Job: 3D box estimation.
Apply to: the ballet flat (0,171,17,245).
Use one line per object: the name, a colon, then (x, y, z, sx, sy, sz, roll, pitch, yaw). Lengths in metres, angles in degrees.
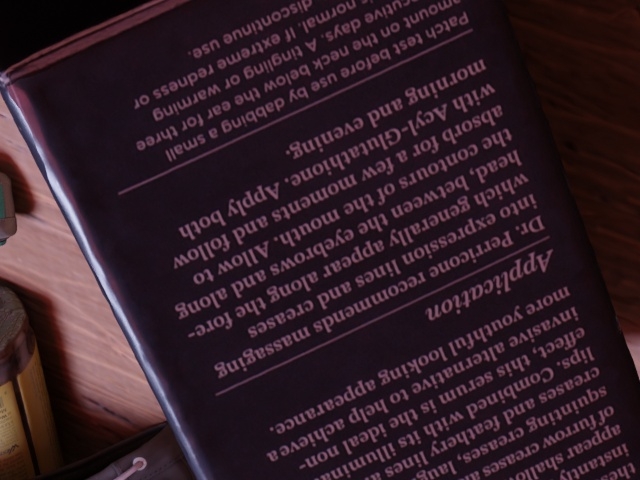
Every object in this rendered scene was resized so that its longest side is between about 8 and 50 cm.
ballet flat: (-0.315, -0.039, 1.456, 0.213, 0.072, 0.068, 8, 103, 38)

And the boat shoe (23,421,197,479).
boat shoe: (-0.255, 0.222, 1.481, 0.112, 0.335, 0.095, -114, 10, -77)

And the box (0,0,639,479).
box: (0.000, 0.000, 0.956, 0.293, 0.212, 0.395, -122, 8, -64)

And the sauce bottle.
sauce bottle: (-0.273, 0.192, 1.580, 0.111, 0.111, 0.344, 22, 136, 28)
